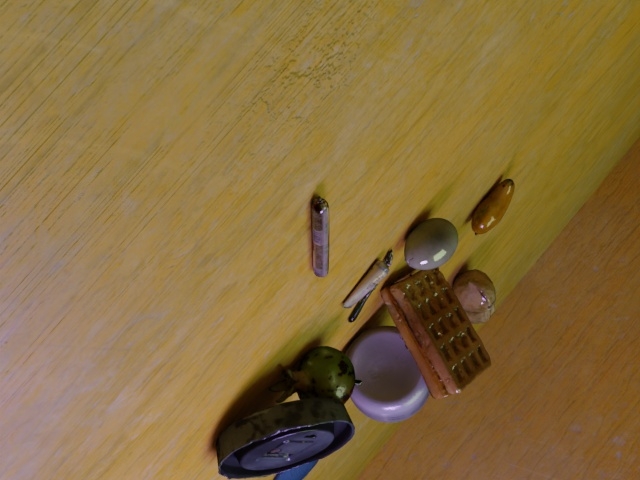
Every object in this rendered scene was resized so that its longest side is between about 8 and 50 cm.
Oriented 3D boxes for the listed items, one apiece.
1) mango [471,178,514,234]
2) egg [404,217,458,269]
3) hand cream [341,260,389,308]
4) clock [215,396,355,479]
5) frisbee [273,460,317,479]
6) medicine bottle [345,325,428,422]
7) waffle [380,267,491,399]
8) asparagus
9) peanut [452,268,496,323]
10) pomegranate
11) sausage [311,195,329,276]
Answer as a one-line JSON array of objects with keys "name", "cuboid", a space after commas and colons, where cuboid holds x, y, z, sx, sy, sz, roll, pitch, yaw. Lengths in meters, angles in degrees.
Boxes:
[{"name": "mango", "cuboid": [0.508, -0.096, 2.100, 0.190, 0.075, 0.098, -57, 164, -2]}, {"name": "egg", "cuboid": [0.268, 0.010, 1.735, 0.152, 0.114, 0.114, -38, 156, -16]}, {"name": "hand cream", "cuboid": [0.107, 0.108, 1.687, 0.143, 0.039, 0.061, -50, 161, 12]}, {"name": "clock", "cuboid": [-0.082, 0.458, 1.635, 0.324, 0.067, 0.325, -14, 149, -9]}, {"name": "frisbee", "cuboid": [-0.051, 0.743, 2.367, 0.289, 0.049, 0.290, -42, 157, -23]}, {"name": "medicine bottle", "cuboid": [0.194, 0.393, 2.025, 0.245, 0.245, 0.306, -46, 158, -12]}, {"name": "waffle", "cuboid": [0.307, 0.234, 1.890, 0.098, 0.328, 0.224, -32, 172, 40]}, {"name": "asparagus", "cuboid": [0.126, 0.115, 1.754, 0.233, 0.023, 0.022, -62, -159, 26]}, {"name": "peanut", "cuboid": [0.534, 0.197, 2.504, 0.340, 0.158, 0.174, 63, 29, -63]}, {"name": "pomegranate", "cuboid": [-0.007, 0.335, 1.673, 0.220, 0.156, 0.156, -11, 135, -53]}, {"name": "sausage", "cuboid": [0.000, 0.000, 1.301, 0.033, 0.033, 0.269, -42, 157, -22]}]
